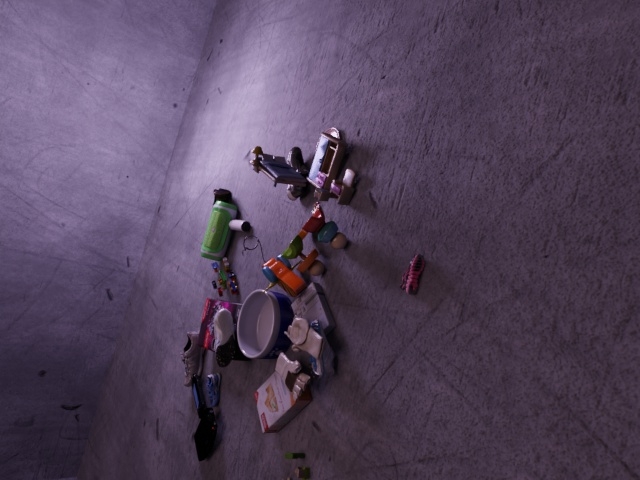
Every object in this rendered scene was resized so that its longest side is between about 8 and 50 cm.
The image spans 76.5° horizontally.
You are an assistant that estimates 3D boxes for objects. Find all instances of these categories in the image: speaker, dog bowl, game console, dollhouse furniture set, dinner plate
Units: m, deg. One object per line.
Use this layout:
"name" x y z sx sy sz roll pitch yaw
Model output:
"speaker" -0.400 -0.074 2.013 0.136 0.055 0.055 9 83 52
"dog bowl" -0.217 0.330 1.600 0.265 0.104 0.265 -22 61 45
"game console" -0.548 0.785 1.851 0.361 0.044 0.213 56 130 44
"dollhouse furniture set" -0.083 0.767 1.303 0.076 0.058 0.152 -18 59 40
"dinner plate" 0.031 -0.383 1.634 0.141 0.017 0.141 -21 61 44
"dollhouse furniture set" -0.061 -0.283 1.454 0.286 0.303 0.198 44 123 49
"speaker" -0.524 -0.048 2.097 0.131 0.131 0.297 14 88 52

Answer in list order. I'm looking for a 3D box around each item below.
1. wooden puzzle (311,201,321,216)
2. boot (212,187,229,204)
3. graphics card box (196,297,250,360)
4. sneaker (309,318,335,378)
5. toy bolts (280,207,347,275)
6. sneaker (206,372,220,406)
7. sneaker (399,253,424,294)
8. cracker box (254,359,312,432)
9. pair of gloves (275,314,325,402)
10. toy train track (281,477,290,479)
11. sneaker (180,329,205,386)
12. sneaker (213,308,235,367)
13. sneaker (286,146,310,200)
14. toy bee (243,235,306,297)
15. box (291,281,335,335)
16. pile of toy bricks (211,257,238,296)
"wooden puzzle" -0.015 -0.111 1.597 0.049 0.006 0.083 -45 46 31
"boot" -0.533 -0.218 2.174 0.219 0.082 0.106 -100 23 -80
"graphics card box" -0.425 0.394 1.838 0.371 0.094 0.233 0 76 49
"sneaker" 0.006 0.355 1.336 0.071 0.083 0.191 -33 55 49
"toy bolts" 0.000 0.000 1.478 0.228 0.158 0.218 -50 3 41
"sneaker" -0.491 0.677 1.841 0.053 0.059 0.144 -22 63 43
"sneaker" 0.258 0.093 1.165 0.057 0.047 0.119 16 88 63
"cracker box" -0.140 0.558 1.451 0.232 0.067 0.156 -51 42 26
"pair of gloves" -0.080 0.379 1.342 0.204 0.042 0.240 33 106 54
"toy train track" -0.100 0.824 1.349 0.083 0.014 0.048 21 86 46
"sneaker" -0.651 0.583 2.024 0.105 0.115 0.281 -3 74 50
"sneaker" -0.398 0.402 1.679 0.086 0.085 0.237 130 138 -62
"sneaker" -0.083 -0.287 1.694 0.106 0.078 0.234 -12 71 45
"toy bee" -0.162 0.118 1.579 0.162 0.195 0.298 87 159 -57
"box" -0.029 0.266 1.449 0.145 0.038 0.186 -49 43 27
"pile of toy bricks" -0.471 0.199 1.975 0.212 0.118 0.105 60 155 33
